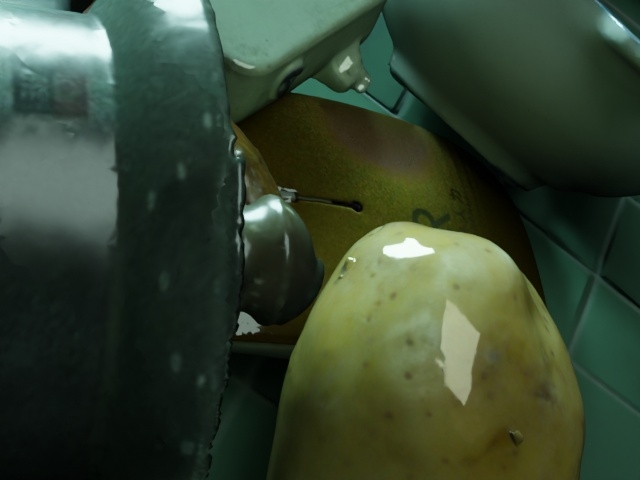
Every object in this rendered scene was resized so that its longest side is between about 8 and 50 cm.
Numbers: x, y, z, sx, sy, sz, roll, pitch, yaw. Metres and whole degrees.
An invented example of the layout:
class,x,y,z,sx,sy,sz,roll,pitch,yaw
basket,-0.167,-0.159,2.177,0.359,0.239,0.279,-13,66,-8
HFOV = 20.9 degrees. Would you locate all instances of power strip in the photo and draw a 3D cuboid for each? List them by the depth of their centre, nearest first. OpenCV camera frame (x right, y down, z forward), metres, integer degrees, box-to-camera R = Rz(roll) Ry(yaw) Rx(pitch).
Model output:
class,x,y,z,sx,sy,sz,roll,pitch,yaw
power strip,-0.090,-0.151,0.752,0.270,0.046,0.118,41,41,11

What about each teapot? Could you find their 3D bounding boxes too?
class,x,y,z,sx,sy,sz,roll,pitch,yaw
teapot,-0.144,-0.016,0.523,0.285,0.223,0.305,3,27,-17

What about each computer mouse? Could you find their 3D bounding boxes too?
class,x,y,z,sx,sy,sz,roll,pitch,yaw
computer mouse,0.000,0.000,0.738,0.245,0.056,0.126,10,54,-27

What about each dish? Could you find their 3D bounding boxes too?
class,x,y,z,sx,sy,sz,roll,pitch,yaw
dish,0.101,-0.074,0.812,0.228,0.086,0.236,43,9,3

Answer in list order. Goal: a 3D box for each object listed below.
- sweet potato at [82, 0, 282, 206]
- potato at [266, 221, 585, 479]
class,x,y,z,sx,sy,sz,roll,pitch,yaw
sweet potato,-0.144,-0.100,0.666,0.359,0.112,0.112,41,44,15
potato,0.040,0.084,0.648,0.118,0.109,0.178,8,90,-47
